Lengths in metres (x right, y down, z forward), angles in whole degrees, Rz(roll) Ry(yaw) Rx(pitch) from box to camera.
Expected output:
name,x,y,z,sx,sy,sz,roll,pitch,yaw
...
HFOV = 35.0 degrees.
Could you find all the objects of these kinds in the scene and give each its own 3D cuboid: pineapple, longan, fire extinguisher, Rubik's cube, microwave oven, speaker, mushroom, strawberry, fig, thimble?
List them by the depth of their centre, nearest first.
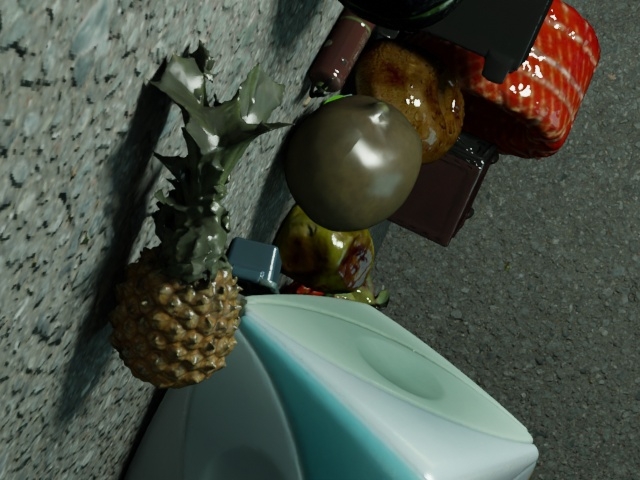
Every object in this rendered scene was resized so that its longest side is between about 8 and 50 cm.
name,x,y,z,sx,sy,sz,roll,pitch,yaw
pineapple,-0.097,-0.013,0.817,0.130,0.119,0.277,-29,145,-46
fire extinguisher,0.021,-0.225,1.235,0.157,0.045,0.078,-63,-166,-23
Rubik's cube,0.008,0.294,1.238,0.352,0.351,0.347,-57,152,15
longan,0.039,-0.099,1.289,0.189,0.189,0.189,25,90,-83
speaker,0.232,-0.383,1.464,0.254,0.232,0.184,-69,170,20
mushroom,0.138,-0.208,1.521,0.231,0.138,0.194,-50,136,-62
fig,0.000,0.000,1.521,0.144,0.154,0.166,83,-2,-48
strawberry,-0.047,0.153,1.756,0.306,0.138,0.233,-42,164,28
microwave oven,0.167,-0.133,1.769,0.188,0.247,0.178,-69,169,18
thimble,0.302,-0.307,1.794,0.230,0.350,0.350,-64,172,-10

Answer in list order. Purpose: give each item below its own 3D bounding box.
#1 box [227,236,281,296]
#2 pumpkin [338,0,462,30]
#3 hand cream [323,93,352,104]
name,x,y,z,sx,sy,sz,roll,pitch,yaw
box,-0.082,0.035,1.242,0.099,0.074,0.054,87,15,-74
pumpkin,0.090,-0.312,0.978,0.220,0.162,0.220,20,90,-80
hand cream,0.033,-0.173,1.501,0.079,0.050,0.275,-40,179,2
